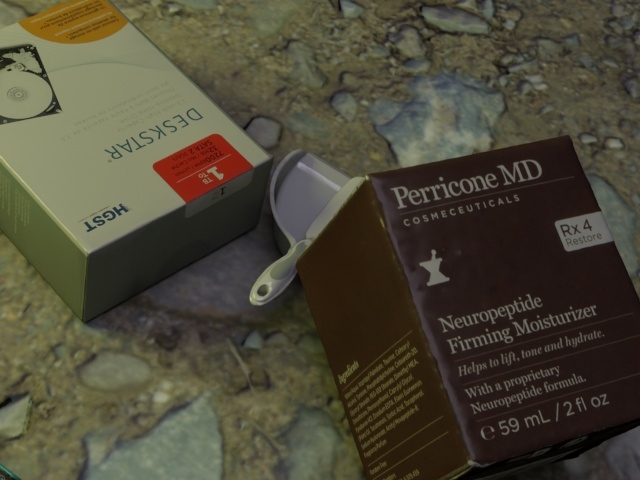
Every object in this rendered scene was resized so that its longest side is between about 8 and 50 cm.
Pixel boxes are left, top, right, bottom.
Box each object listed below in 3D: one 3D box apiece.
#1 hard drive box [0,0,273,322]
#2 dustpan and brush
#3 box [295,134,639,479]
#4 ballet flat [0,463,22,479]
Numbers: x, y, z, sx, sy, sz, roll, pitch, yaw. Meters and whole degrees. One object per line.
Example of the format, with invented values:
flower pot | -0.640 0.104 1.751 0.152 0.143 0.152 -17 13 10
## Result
hard drive box | -0.183 -0.074 1.019 0.181 0.089 0.232 -32 64 -33
dustpan and brush | 0.000 0.000 1.021 0.147 0.060 0.211 31 50 12
box | 0.108 0.062 0.893 0.168 0.167 0.203 -13 73 -23
ballet flat | -0.198 0.183 0.817 0.188 0.070 0.070 29 50 15
